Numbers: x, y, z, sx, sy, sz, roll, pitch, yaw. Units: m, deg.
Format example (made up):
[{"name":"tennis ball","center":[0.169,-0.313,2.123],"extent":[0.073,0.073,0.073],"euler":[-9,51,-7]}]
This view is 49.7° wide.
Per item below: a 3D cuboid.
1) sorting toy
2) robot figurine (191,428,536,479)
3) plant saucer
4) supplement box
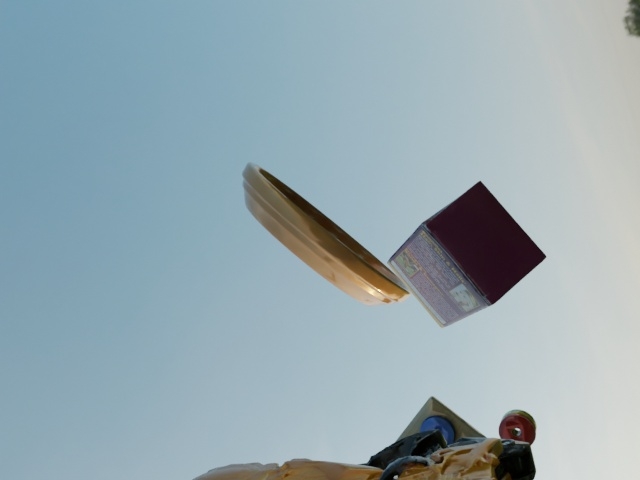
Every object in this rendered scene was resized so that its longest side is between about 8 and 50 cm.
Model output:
[{"name":"sorting toy","center":[0.153,0.307,0.913],"extent":[0.132,0.274,0.046],"euler":[37,-162,12]},{"name":"robot figurine","center":[-0.018,0.168,0.352],"extent":[0.211,0.291,0.085],"euler":[-15,-88,-73]},{"name":"plant saucer","center":[0.000,0.000,0.664],"extent":[0.200,0.037,0.200],"euler":[38,-175,-4]},{"name":"supplement box","center":[0.077,0.011,0.385],"extent":[0.055,0.043,0.083],"euler":[51,165,6]}]
